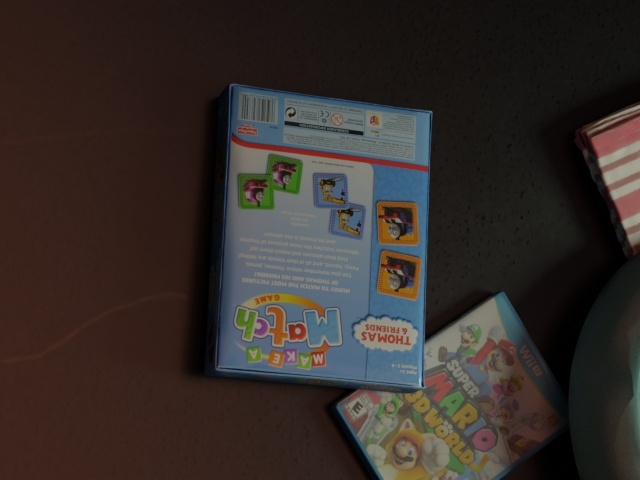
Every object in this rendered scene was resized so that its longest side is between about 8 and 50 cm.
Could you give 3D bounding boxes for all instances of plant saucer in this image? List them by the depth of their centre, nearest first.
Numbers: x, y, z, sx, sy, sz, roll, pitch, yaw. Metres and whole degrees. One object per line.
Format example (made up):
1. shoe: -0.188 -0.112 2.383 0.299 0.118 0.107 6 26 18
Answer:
1. plant saucer: 0.342 0.138 1.393 0.318 0.044 0.317 5 76 -19

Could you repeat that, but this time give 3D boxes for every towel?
1. towel: 0.297 -0.023 1.453 0.144 0.029 0.197 -24 93 -21

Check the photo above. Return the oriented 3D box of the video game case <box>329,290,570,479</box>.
1. video game case: 0.103 0.130 1.361 0.166 0.015 0.119 -33 94 -22

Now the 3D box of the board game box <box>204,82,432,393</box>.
1. board game box: 0.000 0.000 1.322 0.160 0.039 0.211 7 75 -18
